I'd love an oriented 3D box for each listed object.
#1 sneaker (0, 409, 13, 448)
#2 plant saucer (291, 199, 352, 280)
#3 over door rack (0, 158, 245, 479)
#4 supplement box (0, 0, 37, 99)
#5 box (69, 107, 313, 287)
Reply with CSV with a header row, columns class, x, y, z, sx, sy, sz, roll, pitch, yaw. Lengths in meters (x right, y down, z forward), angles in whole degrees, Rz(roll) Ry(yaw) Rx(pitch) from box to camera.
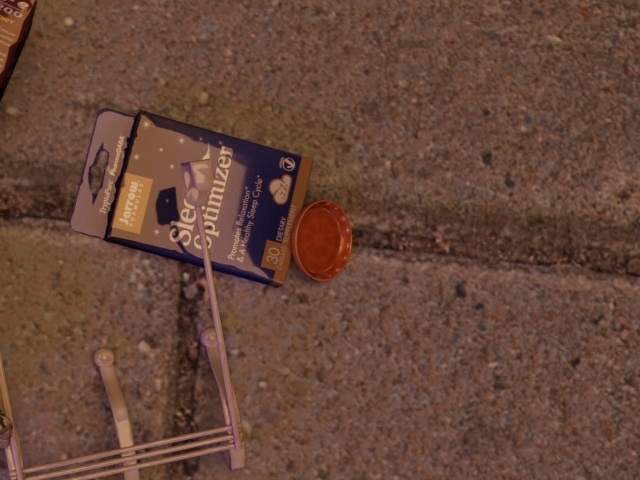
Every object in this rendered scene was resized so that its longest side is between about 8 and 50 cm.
class,x,y,z,sx,sy,sz,roll,pitch,yaw
sneaker,-0.435,0.254,1.490,0.182,0.158,0.410,35,77,20
plant saucer,0.000,0.000,1.727,0.083,0.013,0.084,-1,92,-46
over door rack,-0.206,0.084,1.615,0.239,0.108,0.324,-11,107,-15
supplement box,-0.350,-0.123,1.606,0.073,0.130,0.239,22,79,-10
box,-0.130,-0.046,1.705,0.225,0.036,0.136,15,80,-11
